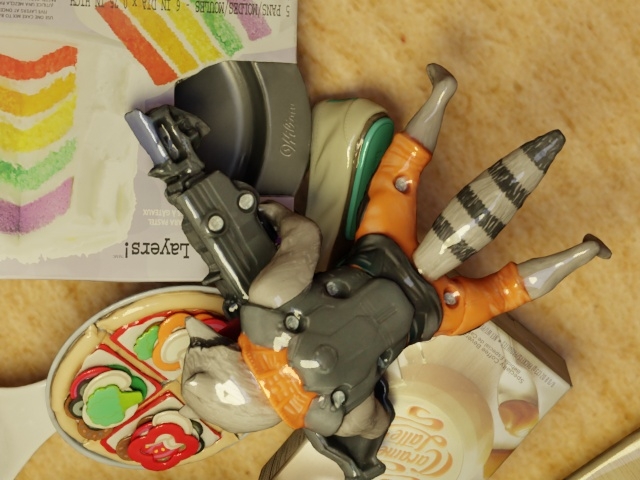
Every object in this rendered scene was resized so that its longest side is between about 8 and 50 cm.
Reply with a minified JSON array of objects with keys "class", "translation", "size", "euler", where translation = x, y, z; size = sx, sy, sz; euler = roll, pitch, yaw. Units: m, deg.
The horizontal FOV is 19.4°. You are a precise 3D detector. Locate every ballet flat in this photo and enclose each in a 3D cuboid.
[{"class":"ballet flat","translation":[0.000,0.000,1.539],"size":[0.086,0.086,0.248],"euler":[12,101,-1]}]

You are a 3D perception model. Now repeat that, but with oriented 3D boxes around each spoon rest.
[{"class":"spoon rest","translation":[-0.272,0.150,1.570],"size":[0.276,0.084,0.137],"euler":[-28,100,7]}]

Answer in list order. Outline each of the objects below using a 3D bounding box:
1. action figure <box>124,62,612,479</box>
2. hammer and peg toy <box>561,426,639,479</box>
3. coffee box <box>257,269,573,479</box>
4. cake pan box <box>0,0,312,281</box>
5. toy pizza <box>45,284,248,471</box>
[{"class":"action figure","translation":[0.012,0.005,1.389],"size":[0.330,0.178,0.341],"euler":[-42,101,-14]},{"class":"hammer and peg toy","translation":[0.338,0.319,1.567],"size":[0.266,0.127,0.361],"euler":[-35,99,9]},{"class":"coffee box","translation":[0.074,0.158,1.553],"size":[0.141,0.098,0.246],"euler":[39,100,-4]},{"class":"cake pan box","translation":[-0.142,-0.088,1.464],"size":[0.267,0.070,0.245],"euler":[2,92,-18]},{"class":"toy pizza","translation":[-0.119,0.118,1.507],"size":[0.201,0.032,0.201],"euler":[-9,132,-11]}]
